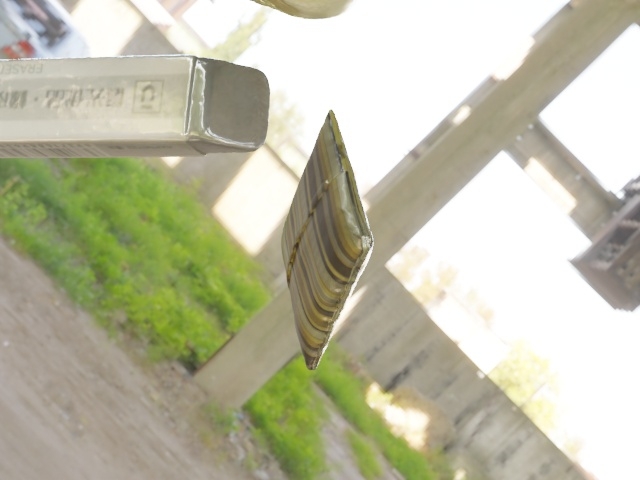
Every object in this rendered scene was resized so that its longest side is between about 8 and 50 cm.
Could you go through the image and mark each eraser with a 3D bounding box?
[{"bbox_3d":[-0.221,-0.125,0.975,0.351,0.089,0.061,0,-14,16],"label":"eraser"}]

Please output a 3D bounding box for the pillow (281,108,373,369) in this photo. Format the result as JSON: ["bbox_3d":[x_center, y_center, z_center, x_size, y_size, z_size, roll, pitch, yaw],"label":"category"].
[{"bbox_3d":[0.000,0.000,1.139,0.208,0.052,0.212,-104,-155,-42],"label":"pillow"}]

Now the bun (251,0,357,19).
[{"bbox_3d":[-0.036,-0.301,0.745,0.287,0.146,0.287,173,-90,-73],"label":"bun"}]
